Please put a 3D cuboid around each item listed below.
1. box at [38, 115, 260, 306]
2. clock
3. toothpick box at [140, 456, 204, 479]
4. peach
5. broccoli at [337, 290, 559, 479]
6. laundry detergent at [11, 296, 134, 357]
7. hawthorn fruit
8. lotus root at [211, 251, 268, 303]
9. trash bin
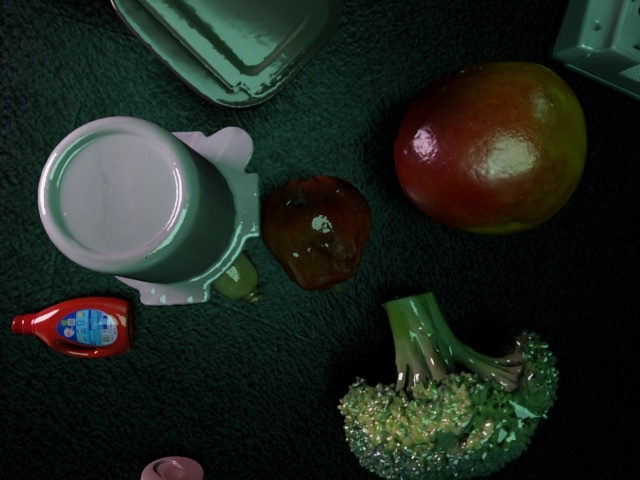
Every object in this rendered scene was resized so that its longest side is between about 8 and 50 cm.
[{"bbox_3d":[-0.204,-0.057,0.629,0.291,0.206,0.262,-44,88,-3],"label":"box"},{"bbox_3d":[0.559,-0.382,0.825,0.263,0.116,0.231,17,94,-15],"label":"clock"},{"bbox_3d":[-0.244,0.444,0.779,0.099,0.098,0.148,6,97,-13],"label":"toothpick box"},{"bbox_3d":[0.251,-0.141,0.730,0.281,0.238,0.280,2,117,3],"label":"peach"},{"bbox_3d":[0.212,0.239,0.772,0.376,0.249,0.301,-17,104,-4],"label":"broccoli"},{"bbox_3d":[-0.373,0.133,0.734,0.166,0.049,0.097,1,102,-10],"label":"laundry detergent"},{"bbox_3d":[-0.007,-0.013,0.735,0.174,0.173,0.178,13,94,-14],"label":"hawthorn fruit"},{"bbox_3d":[-0.144,0.046,0.760,0.073,0.062,0.150,-42,98,-5],"label":"lotus root"},{"bbox_3d":[-0.118,-0.283,0.622,0.219,0.250,0.220,-46,105,-3],"label":"trash bin"}]
